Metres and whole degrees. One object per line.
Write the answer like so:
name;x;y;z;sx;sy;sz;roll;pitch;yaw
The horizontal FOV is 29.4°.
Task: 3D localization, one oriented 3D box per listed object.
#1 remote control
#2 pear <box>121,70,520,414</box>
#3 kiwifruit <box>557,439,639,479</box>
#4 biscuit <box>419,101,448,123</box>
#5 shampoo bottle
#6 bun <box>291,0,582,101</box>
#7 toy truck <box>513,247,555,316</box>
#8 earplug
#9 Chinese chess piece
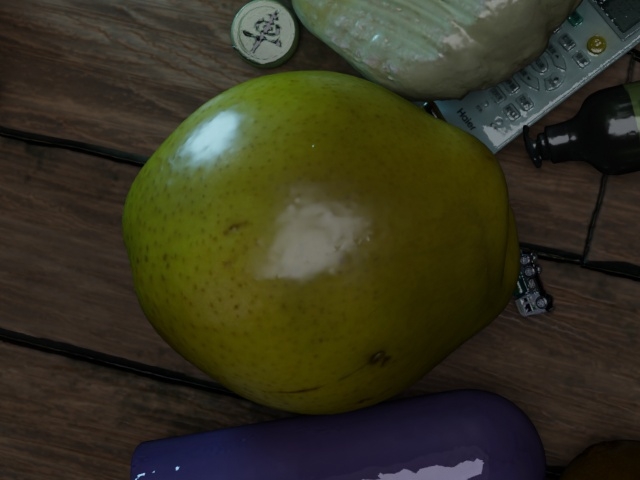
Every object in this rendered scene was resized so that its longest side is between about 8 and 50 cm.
remote control;0.265;-0.210;1.417;0.293;0.051;0.103;-38;79;5
pear;0.000;0.000;1.298;0.418;0.362;0.362;-2;90;10
kiwifruit;0.349;0.330;1.337;0.196;0.196;0.234;-28;87;7
biscuit;0.127;-0.113;1.431;0.083;0.018;0.081;57;137;5
shampoo bottle;0.372;-0.132;1.377;0.283;0.101;0.101;-12;88;8
bun;0.139;-0.333;1.351;0.365;0.219;0.365;-2;85;24
toy truck;0.239;0.049;1.427;0.044;0.039;0.083;-22;85;24
earplug;0.028;0.284;1.376;0.455;0.215;0.215;-14;88;4
Chinese chess piece;-0.066;-0.249;1.469;0.084;0.034;0.084;0;89;7
